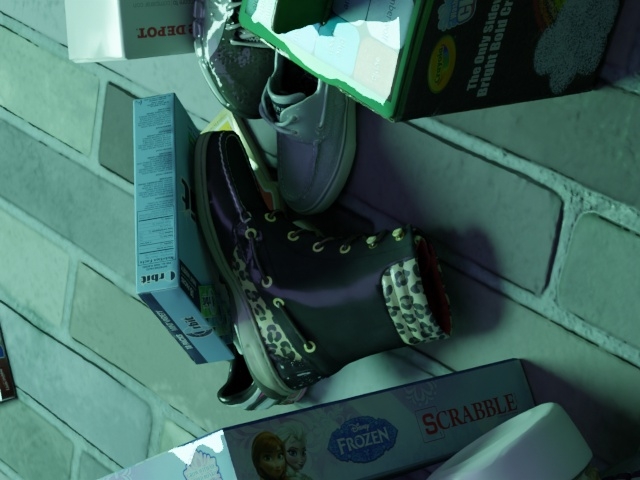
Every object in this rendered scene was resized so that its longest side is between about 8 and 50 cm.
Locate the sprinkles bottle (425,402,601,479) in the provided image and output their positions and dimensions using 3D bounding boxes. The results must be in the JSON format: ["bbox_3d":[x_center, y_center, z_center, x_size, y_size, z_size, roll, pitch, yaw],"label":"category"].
[{"bbox_3d":[0.214,0.293,1.310,0.121,0.121,0.355,-34,89,45],"label":"sprinkles bottle"}]

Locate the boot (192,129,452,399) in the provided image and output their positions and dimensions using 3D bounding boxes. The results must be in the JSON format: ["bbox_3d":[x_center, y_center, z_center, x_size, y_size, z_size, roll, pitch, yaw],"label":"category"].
[{"bbox_3d":[0.001,0.001,1.537,0.178,0.085,0.236,-17,89,23],"label":"boot"}]

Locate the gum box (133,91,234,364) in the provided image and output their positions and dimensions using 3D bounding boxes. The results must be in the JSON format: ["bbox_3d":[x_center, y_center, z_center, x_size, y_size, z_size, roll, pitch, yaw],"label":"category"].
[{"bbox_3d":[-0.116,-0.008,1.573,0.041,0.157,0.184,-9,62,11],"label":"gum box"}]

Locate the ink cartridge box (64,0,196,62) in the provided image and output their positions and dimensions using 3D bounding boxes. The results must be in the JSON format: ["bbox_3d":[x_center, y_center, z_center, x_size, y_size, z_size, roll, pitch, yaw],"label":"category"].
[{"bbox_3d":[-0.151,-0.264,1.634,0.086,0.148,0.203,4,102,45],"label":"ink cartridge box"}]

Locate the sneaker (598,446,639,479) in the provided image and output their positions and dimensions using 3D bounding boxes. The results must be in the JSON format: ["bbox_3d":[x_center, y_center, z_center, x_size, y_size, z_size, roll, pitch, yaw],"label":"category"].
[{"bbox_3d":[0.281,0.159,1.329,0.223,0.083,0.098,-20,43,60],"label":"sneaker"}]

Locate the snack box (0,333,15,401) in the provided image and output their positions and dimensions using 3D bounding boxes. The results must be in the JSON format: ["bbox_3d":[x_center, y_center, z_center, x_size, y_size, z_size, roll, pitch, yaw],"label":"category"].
[{"bbox_3d":[-0.386,0.096,2.053,0.064,0.022,0.178,-19,83,46],"label":"snack box"}]

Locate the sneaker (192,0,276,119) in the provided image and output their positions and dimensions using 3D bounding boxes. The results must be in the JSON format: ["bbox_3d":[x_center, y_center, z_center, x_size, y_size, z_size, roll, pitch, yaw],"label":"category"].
[{"bbox_3d":[-0.064,-0.217,1.560,0.132,0.086,0.229,-168,71,-78],"label":"sneaker"}]

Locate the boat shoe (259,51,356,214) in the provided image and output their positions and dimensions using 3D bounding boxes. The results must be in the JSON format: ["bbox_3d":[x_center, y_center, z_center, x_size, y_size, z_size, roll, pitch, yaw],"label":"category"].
[{"bbox_3d":[-0.016,-0.128,1.563,0.079,0.081,0.228,28,117,41],"label":"boat shoe"}]

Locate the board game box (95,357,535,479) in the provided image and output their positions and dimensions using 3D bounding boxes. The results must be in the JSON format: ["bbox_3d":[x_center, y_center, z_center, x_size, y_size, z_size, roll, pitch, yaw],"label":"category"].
[{"bbox_3d":[-0.041,0.189,1.482,0.318,0.318,0.066,-27,77,46],"label":"board game box"}]

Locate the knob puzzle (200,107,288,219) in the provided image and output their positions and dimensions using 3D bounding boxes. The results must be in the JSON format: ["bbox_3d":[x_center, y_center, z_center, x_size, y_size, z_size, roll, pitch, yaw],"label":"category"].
[{"bbox_3d":[-0.095,0.000,1.714,0.213,0.030,0.213,11,106,45],"label":"knob puzzle"}]

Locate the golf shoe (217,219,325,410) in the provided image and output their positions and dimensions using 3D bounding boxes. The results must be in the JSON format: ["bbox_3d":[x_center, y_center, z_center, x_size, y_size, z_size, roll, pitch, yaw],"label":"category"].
[{"bbox_3d":[-0.040,0.071,1.629,0.067,0.086,0.186,32,119,42],"label":"golf shoe"}]

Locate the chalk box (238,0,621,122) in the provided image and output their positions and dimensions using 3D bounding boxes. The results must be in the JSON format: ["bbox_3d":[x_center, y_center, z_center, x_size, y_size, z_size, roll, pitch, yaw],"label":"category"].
[{"bbox_3d":[0.066,-0.205,1.305,0.179,0.289,0.180,36,122,37],"label":"chalk box"}]
